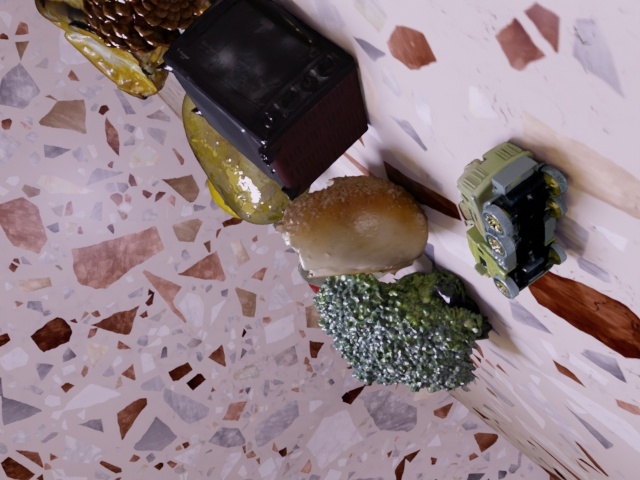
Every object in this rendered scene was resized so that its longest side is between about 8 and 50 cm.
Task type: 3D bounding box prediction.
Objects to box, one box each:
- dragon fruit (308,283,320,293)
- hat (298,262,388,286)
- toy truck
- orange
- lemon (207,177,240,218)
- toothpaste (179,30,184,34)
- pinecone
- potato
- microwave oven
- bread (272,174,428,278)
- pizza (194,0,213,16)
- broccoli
[{"bbox_3d":[0.048,0.087,1.711,0.224,0.224,0.227,43,171,18],"label":"dragon fruit"},{"bbox_3d":[0.066,-0.001,1.240,0.257,0.257,0.130,56,-159,-58],"label":"hat"},{"bbox_3d":[0.201,-0.027,0.588,0.116,0.085,0.191,52,176,40],"label":"toy truck"},{"bbox_3d":[-0.477,-0.506,1.229,0.271,0.210,0.369,22,173,3],"label":"orange"},{"bbox_3d":[-0.245,-0.188,1.684,0.263,0.236,0.236,22,162,29],"label":"lemon"},{"bbox_3d":[-0.324,-0.506,0.949,0.313,0.071,0.089,50,169,-34],"label":"toothpaste"},{"bbox_3d":[-0.303,-0.400,0.858,0.212,0.185,0.168,1,178,31],"label":"pinecone"},{"bbox_3d":[-0.174,-0.210,1.219,0.359,0.219,0.270,53,163,-8],"label":"potato"},{"bbox_3d":[-0.078,-0.215,0.759,0.247,0.178,0.188,42,175,22],"label":"microwave oven"},{"bbox_3d":[0.078,-0.024,0.871,0.192,0.171,0.314,-2,-179,28],"label":"bread"},{"bbox_3d":[-0.144,-0.312,0.942,0.271,0.056,0.134,51,-157,-21],"label":"pizza"},{"bbox_3d":[0.187,0.184,1.147,0.338,0.317,0.277,16,112,46],"label":"broccoli"}]
